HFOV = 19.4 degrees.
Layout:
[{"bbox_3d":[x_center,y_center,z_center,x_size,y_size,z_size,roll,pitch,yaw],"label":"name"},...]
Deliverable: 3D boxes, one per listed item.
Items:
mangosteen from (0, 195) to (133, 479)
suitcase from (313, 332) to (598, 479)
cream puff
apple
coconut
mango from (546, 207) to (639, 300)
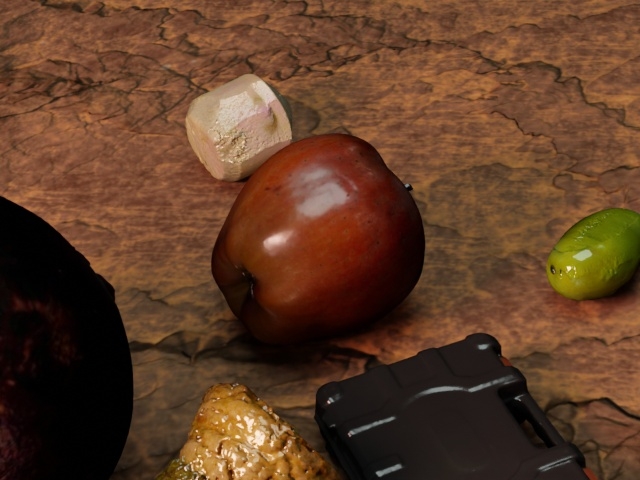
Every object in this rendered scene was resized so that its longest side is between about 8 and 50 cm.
[{"bbox_3d":[-0.384,0.150,1.719,0.382,0.382,0.435,27,56,37],"label":"mangosteen"},{"bbox_3d":[0.133,0.212,1.796,0.206,0.066,0.285,-17,38,-14],"label":"suitcase"},{"bbox_3d":[-0.082,0.242,1.735,0.169,0.183,0.183,-46,48,-10],"label":"cream puff"},{"bbox_3d":[0.001,-0.001,1.979,0.234,0.234,0.234,-4,37,3],"label":"apple"},{"bbox_3d":[-0.089,-0.137,2.259,0.122,0.116,0.116,-30,42,-21],"label":"coconut"},{"bbox_3d":[0.307,0.016,2.030,0.091,0.074,0.165,17,30,37],"label":"mango"}]
